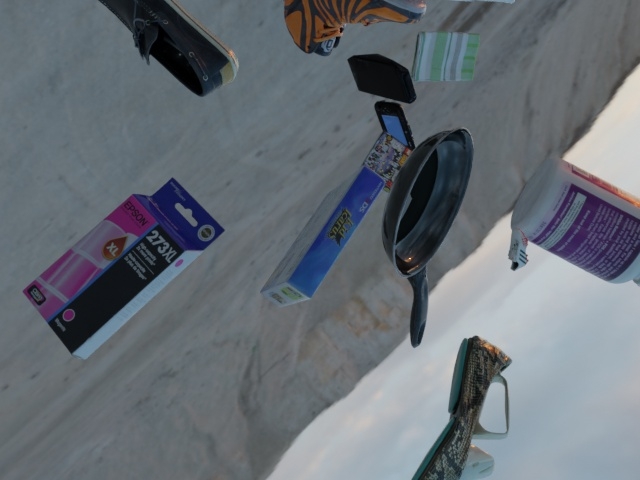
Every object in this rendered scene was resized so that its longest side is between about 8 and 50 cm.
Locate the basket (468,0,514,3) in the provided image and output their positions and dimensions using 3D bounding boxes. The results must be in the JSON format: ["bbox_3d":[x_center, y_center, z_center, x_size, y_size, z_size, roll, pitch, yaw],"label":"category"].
[{"bbox_3d":[0.206,-0.402,1.011,0.167,0.113,0.103,-118,-150,-68],"label":"basket"}]

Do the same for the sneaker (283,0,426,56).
[{"bbox_3d":[0.058,-0.446,1.393,0.124,0.321,0.180,-25,137,-45],"label":"sneaker"}]

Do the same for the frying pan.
[{"bbox_3d":[0.144,-0.013,0.917,0.197,0.053,0.326,-53,152,-23],"label":"frying pan"}]

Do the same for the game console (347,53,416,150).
[{"bbox_3d":[0.211,-0.390,2.059,0.044,0.361,0.213,-43,-138,-19],"label":"game console"}]

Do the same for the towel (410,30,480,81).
[{"bbox_3d":[0.285,-0.416,1.584,0.023,0.151,0.113,-115,-154,-56],"label":"towel"}]

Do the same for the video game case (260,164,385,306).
[{"bbox_3d":[0.000,0.000,1.369,0.270,0.061,0.244,-56,-171,-16],"label":"video game case"}]

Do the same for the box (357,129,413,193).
[{"bbox_3d":[0.157,-0.189,1.669,0.137,0.094,0.027,-59,-172,-31],"label":"box"}]

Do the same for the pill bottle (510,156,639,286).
[{"bbox_3d":[0.530,-0.021,1.321,0.169,0.301,0.169,-62,179,-3],"label":"pill bottle"}]

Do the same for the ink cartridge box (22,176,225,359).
[{"bbox_3d":[-0.382,0.041,1.368,0.371,0.175,0.069,-43,160,-11],"label":"ink cartridge box"}]

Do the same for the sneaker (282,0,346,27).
[{"bbox_3d":[-0.018,-0.641,1.784,0.086,0.228,0.132,-39,151,-24],"label":"sneaker"}]

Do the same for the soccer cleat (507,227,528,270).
[{"bbox_3d":[0.327,0.016,1.164,0.035,0.083,0.029,-35,-138,-19],"label":"soccer cleat"}]

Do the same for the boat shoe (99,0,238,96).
[{"bbox_3d":[-0.468,-0.596,1.996,0.156,0.500,0.187,-53,-177,-26],"label":"boat shoe"}]

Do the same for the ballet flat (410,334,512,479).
[{"bbox_3d":[0.361,0.450,1.684,0.164,0.181,0.483,100,17,-55],"label":"ballet flat"}]
